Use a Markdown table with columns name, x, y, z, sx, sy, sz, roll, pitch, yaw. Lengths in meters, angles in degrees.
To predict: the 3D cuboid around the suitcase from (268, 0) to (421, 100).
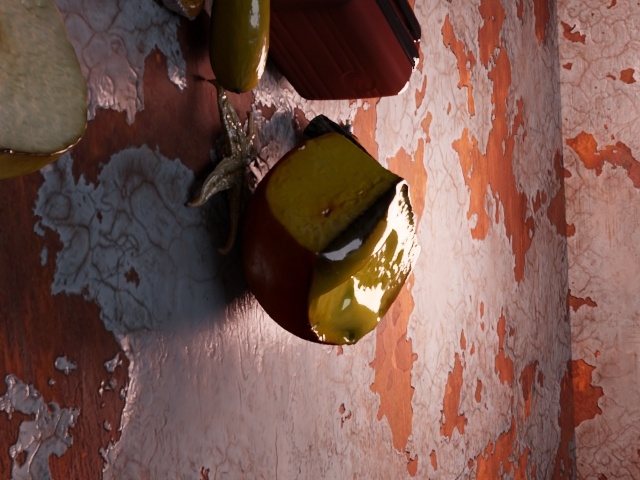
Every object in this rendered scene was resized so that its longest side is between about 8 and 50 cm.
| name | x | y | z | sx | sy | sz | roll | pitch | yaw |
| --- | --- | --- | --- | --- | --- | --- | --- | --- | --- |
| suitcase | 0.020 | -0.361 | 2.009 | 0.297 | 0.236 | 0.161 | 52 | 46 | -52 |

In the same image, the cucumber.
| name | x | y | z | sx | sy | sz | roll | pitch | yaw |
| --- | --- | --- | --- | --- | --- | --- | --- | --- | --- |
| cucumber | 0.066 | -0.135 | 2.133 | 0.062 | 0.211 | 0.078 | -47 | 159 | -13 |

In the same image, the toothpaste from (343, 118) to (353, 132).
| name | x | y | z | sx | sy | sz | roll | pitch | yaw |
| --- | --- | --- | --- | --- | --- | --- | --- | --- | --- |
| toothpaste | 0.052 | -0.184 | 2.314 | 0.027 | 0.019 | 0.083 | -59 | 148 | -83 |

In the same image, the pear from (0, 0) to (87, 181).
| name | x | y | z | sx | sy | sz | roll | pitch | yaw |
| --- | --- | --- | --- | --- | --- | --- | --- | --- | --- |
| pear | -0.407 | -0.170 | 1.192 | 0.340 | 0.191 | 0.386 | 47 | 24 | -18 |

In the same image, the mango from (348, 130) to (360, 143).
| name | x | y | z | sx | sy | sz | roll | pitch | yaw |
| --- | --- | --- | --- | --- | --- | --- | --- | --- | --- |
| mango | 0.033 | -0.138 | 2.224 | 0.127 | 0.063 | 0.077 | -63 | -175 | -21 |

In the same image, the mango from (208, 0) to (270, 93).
| name | x | y | z | sx | sy | sz | roll | pitch | yaw |
| --- | --- | --- | --- | --- | --- | --- | --- | --- | --- |
| mango | -0.119 | -0.336 | 1.843 | 0.137 | 0.091 | 0.238 | -112 | -159 | -58 |

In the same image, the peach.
| name | x | y | z | sx | sy | sz | roll | pitch | yaw |
| --- | --- | --- | --- | --- | --- | --- | --- | --- | --- |
| peach | 0.000 | 0.000 | 1.991 | 0.306 | 0.242 | 0.380 | -56 | 162 | -11 |

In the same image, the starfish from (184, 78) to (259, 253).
| name | x | y | z | sx | sy | sz | roll | pitch | yaw |
| --- | --- | --- | --- | --- | --- | --- | --- | --- | --- |
| starfish | -0.142 | -0.111 | 1.916 | 0.138 | 0.050 | 0.248 | 32 | 60 | -57 |

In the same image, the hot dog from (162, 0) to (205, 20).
| name | x | y | z | sx | sy | sz | roll | pitch | yaw |
| --- | --- | --- | --- | --- | --- | --- | --- | --- | --- |
| hot dog | -0.186 | -0.415 | 1.809 | 0.108 | 0.059 | 0.191 | 49 | 46 | -58 |
